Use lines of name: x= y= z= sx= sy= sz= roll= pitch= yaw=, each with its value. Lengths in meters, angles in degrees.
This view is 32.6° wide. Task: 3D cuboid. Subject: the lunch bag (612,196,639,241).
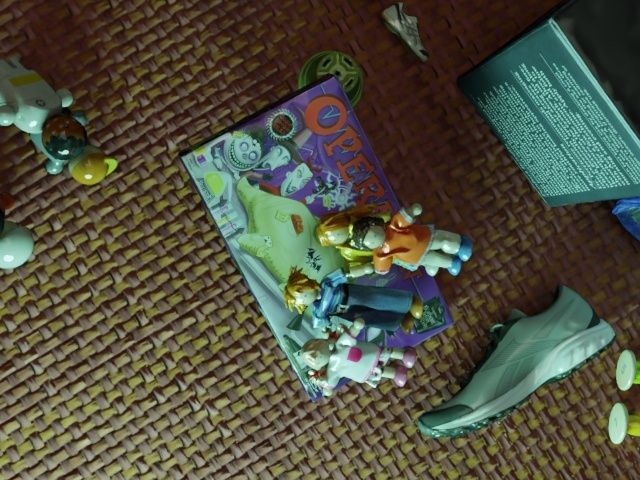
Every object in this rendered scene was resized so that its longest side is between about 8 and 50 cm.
lunch bag: x=0.567 y=-0.073 z=1.260 sx=0.328 sy=0.385 sz=0.239 roll=-42 pitch=122 yaw=-4

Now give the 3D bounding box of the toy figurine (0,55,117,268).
toy figurine: x=-0.350 y=-0.082 z=1.244 sx=0.209 sy=0.213 sz=0.148 roll=-42 pitch=81 yaw=-10

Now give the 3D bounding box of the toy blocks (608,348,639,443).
toy blocks: x=0.453 y=0.209 z=1.397 sx=0.148 sy=0.054 sz=0.123 roll=9 pitch=89 yaw=-5

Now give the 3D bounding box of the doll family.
doll family: x=0.047 y=0.049 z=1.273 sx=0.163 sy=0.118 sz=0.263 roll=13 pitch=117 yaw=-21

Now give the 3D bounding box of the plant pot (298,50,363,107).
plant pot: x=0.017 y=-0.199 z=1.348 sx=0.083 sy=0.079 sz=0.083 roll=0 pitch=90 yaw=-6

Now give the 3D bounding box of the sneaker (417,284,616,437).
sneaker: x=0.231 y=0.157 z=1.364 sx=0.271 sy=0.100 sz=0.108 roll=-32 pitch=78 yaw=-9

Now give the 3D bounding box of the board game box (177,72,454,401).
board game box: x=0.000 y=0.000 z=1.319 sx=0.208 sy=0.056 sz=0.347 roll=-30 pitch=106 yaw=-9

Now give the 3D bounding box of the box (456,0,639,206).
box: x=0.365 y=-0.209 z=1.224 sx=0.293 sy=0.395 sz=0.212 roll=-37 pitch=94 yaw=-4

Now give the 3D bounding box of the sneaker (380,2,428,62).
sneaker: x=0.114 y=-0.265 z=1.383 sx=0.037 sy=0.032 sz=0.083 roll=-40 pitch=93 yaw=-5
